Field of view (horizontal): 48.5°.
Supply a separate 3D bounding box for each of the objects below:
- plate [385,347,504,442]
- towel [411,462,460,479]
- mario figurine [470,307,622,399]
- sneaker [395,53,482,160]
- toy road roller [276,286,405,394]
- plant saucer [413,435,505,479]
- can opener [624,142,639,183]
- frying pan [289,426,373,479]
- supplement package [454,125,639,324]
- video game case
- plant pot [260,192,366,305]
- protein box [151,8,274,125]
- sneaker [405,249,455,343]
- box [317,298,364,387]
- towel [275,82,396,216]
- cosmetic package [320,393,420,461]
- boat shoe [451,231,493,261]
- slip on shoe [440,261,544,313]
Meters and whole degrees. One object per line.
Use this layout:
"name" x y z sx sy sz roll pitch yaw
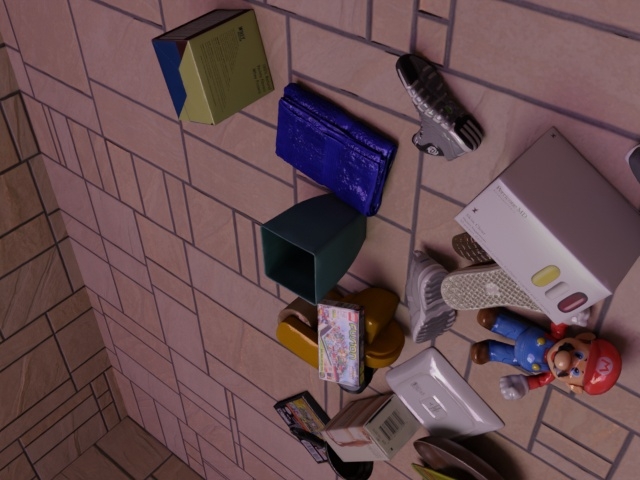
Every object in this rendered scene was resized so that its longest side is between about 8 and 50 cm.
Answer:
"plate" 0.316 0.439 1.919 0.278 0.045 0.277 48 146 4
"towel" 0.361 0.708 2.077 0.102 0.021 0.237 44 159 -17
"mario figurine" 0.454 0.225 1.464 0.320 0.170 0.198 11 127 45
"sneaker" 0.200 -0.244 1.389 0.229 0.086 0.132 51 148 -3
"toy road roller" 0.067 0.212 1.864 0.329 0.202 0.241 31 129 17
"plant saucer" 0.396 0.625 1.936 0.310 0.050 0.310 34 160 14
"can opener" 0.581 -0.034 1.145 0.283 0.095 0.076 55 146 -6
"frying pan" 0.041 0.673 2.218 0.053 0.326 0.197 -41 57 36
"supplement package" 0.411 -0.028 1.244 0.262 0.204 0.145 47 145 6
"video game case" -0.026 0.668 2.518 0.275 0.035 0.248 52 146 -1
"plant pot" 0.000 0.000 1.700 0.165 0.234 0.166 28 139 29
"protein box" -0.242 -0.401 1.630 0.136 0.201 0.200 16 133 39
"sneaker" 0.255 0.135 1.691 0.281 0.105 0.115 89 159 -45
"box" 0.051 0.253 1.752 0.114 0.036 0.207 7 110 26
"towel" 0.019 -0.201 1.633 0.308 0.076 0.228 36 142 20
"cosmetic package" 0.142 0.560 2.110 0.129 0.153 0.296 51 149 -1
"boat shoe" 0.355 0.005 1.460 0.178 0.060 0.064 -2 109 46
"slip on shoe" 0.412 0.085 1.449 0.331 0.101 0.123 -7 101 36
